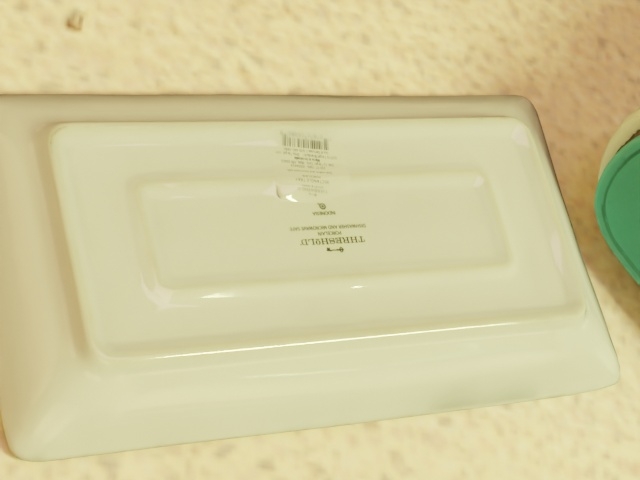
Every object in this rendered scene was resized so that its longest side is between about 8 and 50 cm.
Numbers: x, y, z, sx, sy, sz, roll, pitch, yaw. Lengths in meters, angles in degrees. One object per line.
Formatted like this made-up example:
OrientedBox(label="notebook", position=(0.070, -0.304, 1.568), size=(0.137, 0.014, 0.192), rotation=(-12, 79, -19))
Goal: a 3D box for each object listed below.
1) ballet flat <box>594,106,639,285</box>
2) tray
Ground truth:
OrientedBox(label="ballet flat", position=(0.277, 0.089, 0.630), size=(0.139, 0.139, 0.400), rotation=(-28, 77, -35))
OrientedBox(label="tray", position=(0.000, 0.000, 0.584), size=(0.270, 0.030, 0.145), rotation=(-3, 66, -29))
